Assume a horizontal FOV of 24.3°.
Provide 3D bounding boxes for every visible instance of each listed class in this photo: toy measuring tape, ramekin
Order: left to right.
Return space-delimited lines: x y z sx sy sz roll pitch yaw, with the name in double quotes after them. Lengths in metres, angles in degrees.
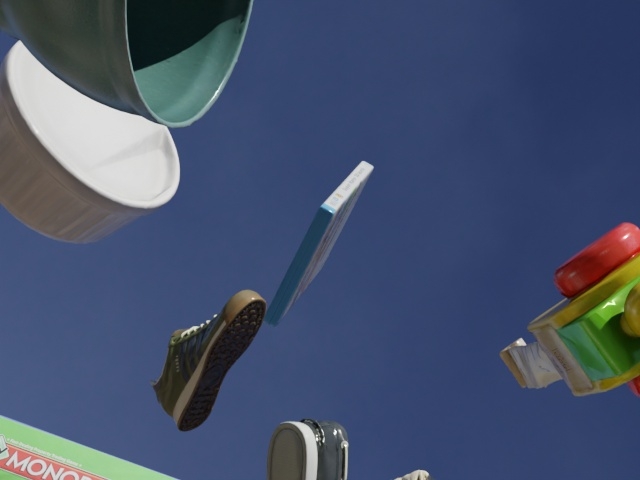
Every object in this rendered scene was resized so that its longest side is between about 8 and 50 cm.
-0.319 -0.117 1.880 0.127 0.273 0.273 -40 -90 27 "ramekin"
0.211 0.055 1.066 0.121 0.121 0.330 47 -9 3 "toy measuring tape"

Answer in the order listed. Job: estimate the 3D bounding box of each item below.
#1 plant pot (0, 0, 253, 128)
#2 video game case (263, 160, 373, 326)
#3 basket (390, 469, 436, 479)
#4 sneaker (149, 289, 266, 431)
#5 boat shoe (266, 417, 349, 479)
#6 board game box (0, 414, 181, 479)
-0.207 -0.271 1.451 0.196 0.293 0.293 12 -47 18 "plant pot"
0.000 0.000 1.323 0.015 0.166 0.119 29 -69 4 "video game case"
0.070 0.273 1.136 0.103 0.167 0.113 -32 -55 21 "basket"
-0.141 0.123 1.729 0.086 0.064 0.192 42 -68 33 "sneaker"
-0.019 0.382 1.933 0.114 0.091 0.302 22 -75 49 "boat shoe"
-0.110 0.181 0.735 0.317 0.046 0.213 18 -42 15 "board game box"
